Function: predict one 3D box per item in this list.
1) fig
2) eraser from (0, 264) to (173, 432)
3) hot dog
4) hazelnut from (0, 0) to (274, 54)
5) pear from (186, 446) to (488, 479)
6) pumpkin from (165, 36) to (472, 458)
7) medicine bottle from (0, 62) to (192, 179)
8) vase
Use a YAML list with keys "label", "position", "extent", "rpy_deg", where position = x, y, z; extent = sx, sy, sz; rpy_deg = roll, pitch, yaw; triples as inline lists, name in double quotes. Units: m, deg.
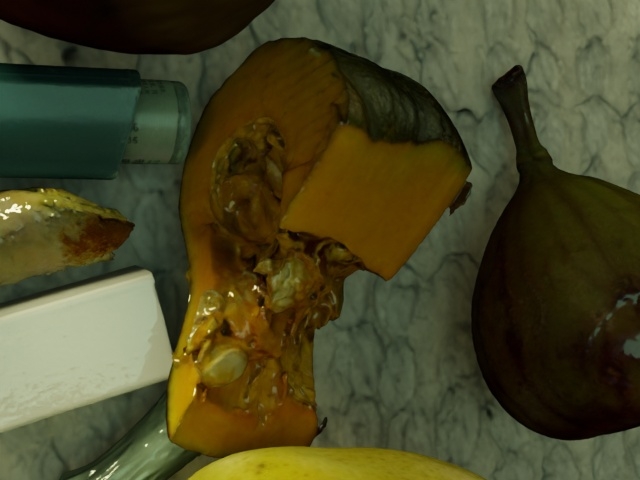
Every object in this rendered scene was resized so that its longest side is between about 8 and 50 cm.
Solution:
- label: "fig"
  position: [0.216, -0.002, 0.782]
  extent: [0.217, 0.217, 0.320]
  rpy_deg: [-6, 72, -20]
- label: "eraser"
  position: [-0.255, 0.097, 0.649]
  extent: [0.298, 0.076, 0.078]
  rpy_deg: [-17, 100, -19]
- label: "hot dog"
  position: [-0.220, -0.004, 0.662]
  extent: [0.169, 0.061, 0.078]
  rpy_deg: [-16, 141, -18]
- label: "hazelnut"
  position: [-0.104, -0.312, 0.502]
  extent: [0.402, 0.402, 0.429]
  rpy_deg: [33, 118, -19]
- label: "pear"
  position: [0.044, 0.327, 0.629]
  extent: [0.418, 0.362, 0.362]
  rpy_deg: [39, 80, -22]
- label: "pumpkin"
  position: [0.001, 0.000, 0.652]
  extent: [0.139, 0.190, 0.280]
  rpy_deg: [23, 56, -42]
- label: "medicine bottle"
  position: [-0.220, -0.102, 0.648]
  extent: [0.259, 0.079, 0.124]
  rpy_deg: [2, 94, -21]
- label: "vase"
  position: [-0.125, 0.158, 0.704]
  extent: [0.149, 0.081, 0.081]
  rpy_deg: [-41, 106, -10]
